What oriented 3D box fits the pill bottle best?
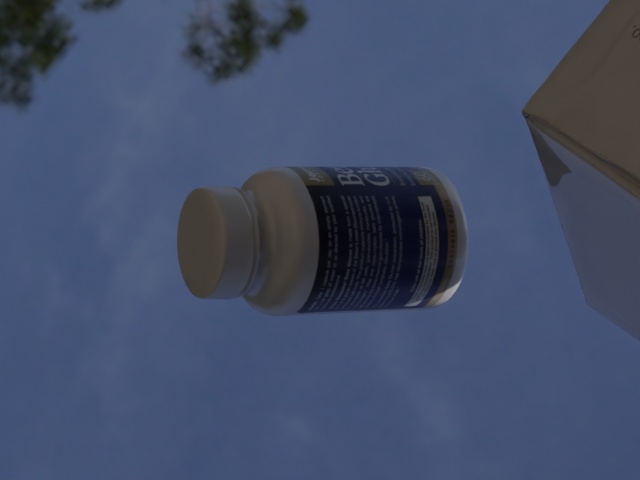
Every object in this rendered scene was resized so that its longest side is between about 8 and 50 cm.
[{"bbox_3d":[0.000,0.000,1.200,0.094,0.169,0.094,4,-85,60],"label":"pill bottle"}]

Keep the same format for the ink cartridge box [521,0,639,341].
[{"bbox_3d":[0.310,-0.117,1.073,0.166,0.285,0.395,35,-101,26],"label":"ink cartridge box"}]
